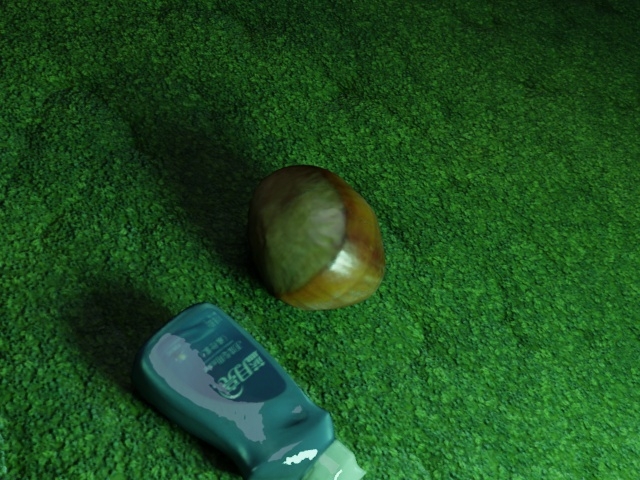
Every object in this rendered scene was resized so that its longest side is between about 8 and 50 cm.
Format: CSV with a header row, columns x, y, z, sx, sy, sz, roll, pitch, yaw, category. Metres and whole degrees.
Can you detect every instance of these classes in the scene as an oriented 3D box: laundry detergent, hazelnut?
x,y,z,sx,sy,sz,roll,pitch,yaw,category
-0.077,0.202,1.043,0.290,0.094,0.143,37,41,12,laundry detergent
0.000,0.000,1.216,0.214,0.176,0.214,38,33,-31,hazelnut
